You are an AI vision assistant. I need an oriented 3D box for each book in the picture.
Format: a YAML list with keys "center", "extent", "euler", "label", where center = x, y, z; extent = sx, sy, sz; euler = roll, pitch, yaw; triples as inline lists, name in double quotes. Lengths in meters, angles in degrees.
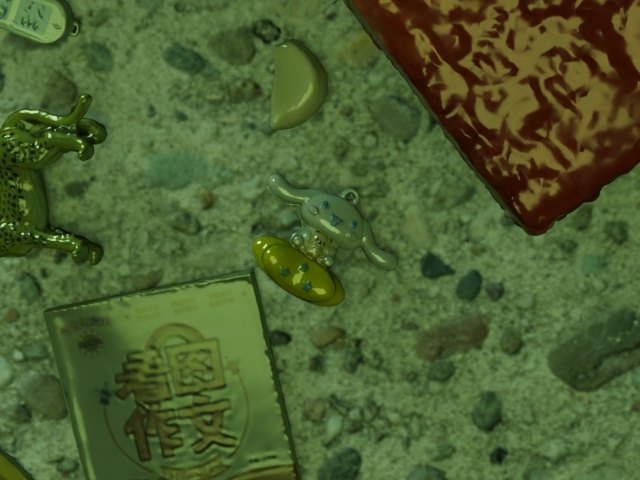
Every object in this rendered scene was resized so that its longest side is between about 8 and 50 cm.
- center: [-0.132, 0.187, 1.789]
  extent: [0.208, 0.020, 0.295]
  euler: [-12, 101, 7]
  label: "book"

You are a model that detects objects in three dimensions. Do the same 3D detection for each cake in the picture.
- center: [0.196, -0.180, 1.530]
  extent: [0.270, 0.319, 0.269]
  euler: [-36, 96, 11]
  label: "cake"

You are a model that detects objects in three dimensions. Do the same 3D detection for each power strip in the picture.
- center: [-0.311, -0.226, 1.707]
  extent: [0.191, 0.030, 0.047]
  euler: [21, 102, -1]
  label: "power strip"

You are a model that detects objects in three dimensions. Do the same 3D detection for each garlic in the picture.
- center: [-0.020, -0.142, 1.700]
  extent: [0.053, 0.041, 0.083]
  euler: [0, 94, 17]
  label: "garlic"

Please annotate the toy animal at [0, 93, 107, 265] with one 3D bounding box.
- center: [-0.272, -0.054, 1.723]
  extent: [0.136, 0.073, 0.181]
  euler: [7, 106, 10]
  label: "toy animal"

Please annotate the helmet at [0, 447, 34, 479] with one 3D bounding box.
- center: [-0.365, 0.302, 1.774]
  extent: [0.205, 0.140, 0.257]
  euler: [-32, 101, 10]
  label: "helmet"

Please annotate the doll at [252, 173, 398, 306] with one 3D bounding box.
- center: [0.006, 0.004, 1.723]
  extent: [0.135, 0.071, 0.113]
  euler: [11, 84, -4]
  label: "doll"
